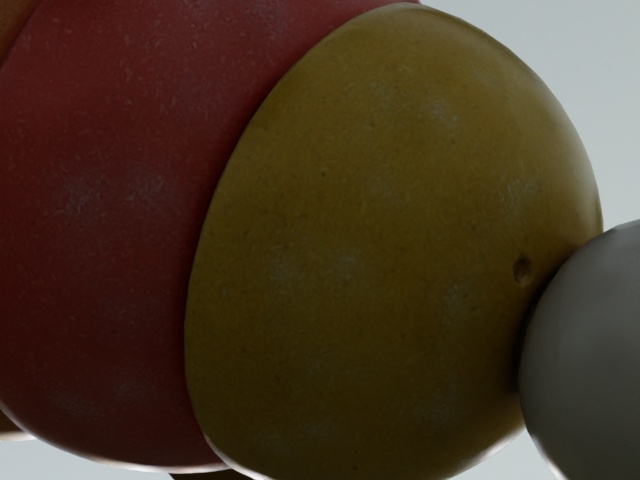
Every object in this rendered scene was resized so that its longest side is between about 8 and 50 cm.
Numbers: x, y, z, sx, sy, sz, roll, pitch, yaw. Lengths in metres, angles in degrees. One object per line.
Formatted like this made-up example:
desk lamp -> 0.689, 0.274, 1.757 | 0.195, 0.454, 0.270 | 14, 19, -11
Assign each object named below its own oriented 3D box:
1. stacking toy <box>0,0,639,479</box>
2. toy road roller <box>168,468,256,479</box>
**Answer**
stacking toy -> 0.000, 0.000, 0.784 | 0.480, 0.350, 0.350 | 24, -8, 30
toy road roller -> -0.048, 0.014, 1.147 | 0.202, 0.240, 0.329 | -10, -32, 17
